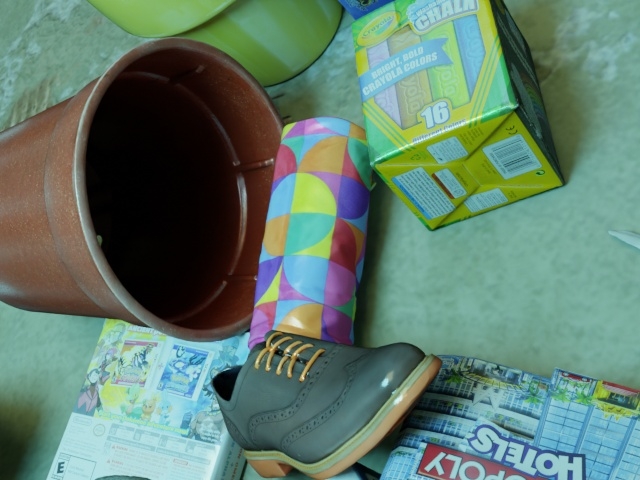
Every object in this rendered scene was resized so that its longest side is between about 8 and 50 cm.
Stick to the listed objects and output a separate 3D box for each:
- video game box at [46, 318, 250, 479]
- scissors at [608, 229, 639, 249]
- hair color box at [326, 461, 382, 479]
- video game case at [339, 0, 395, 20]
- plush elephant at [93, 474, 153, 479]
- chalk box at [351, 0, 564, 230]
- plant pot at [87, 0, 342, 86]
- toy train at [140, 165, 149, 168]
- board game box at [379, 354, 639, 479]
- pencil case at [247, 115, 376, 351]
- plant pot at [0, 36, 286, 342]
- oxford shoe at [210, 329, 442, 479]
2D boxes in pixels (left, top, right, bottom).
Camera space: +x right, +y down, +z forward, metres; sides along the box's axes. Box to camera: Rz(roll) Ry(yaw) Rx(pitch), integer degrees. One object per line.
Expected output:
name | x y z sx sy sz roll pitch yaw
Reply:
video game box | -0.155 0.172 0.842 0.205 0.048 0.187 3 69 35
scissors | 0.330 0.054 0.600 0.297 0.021 0.109 10 73 35
hair color box | 0.056 0.339 0.572 0.174 0.105 0.347 -41 49 7
video game case | 0.012 -0.337 0.822 0.061 0.269 0.244 -20 74 17
plush elephant | -0.196 0.362 0.587 0.272 0.255 0.330 -19 30 12
chalk box | 0.115 -0.142 0.780 0.132 0.132 0.213 -21 54 23
plant pot | -0.104 -0.297 0.939 0.254 0.239 0.254 -15 58 26
toy train | -0.162 -0.128 1.012 0.125 0.046 0.166 -17 57 26
board game box | 0.130 0.173 0.564 0.194 0.060 0.194 14 48 19
pencil case | 0.000 0.000 0.800 0.104 0.104 0.236 -4 64 32
plant pot | -0.204 -0.033 0.862 0.265 0.272 0.272 -7 61 39
oxford shoe | -0.013 0.115 0.660 0.097 0.098 0.271 -43 5 -36
